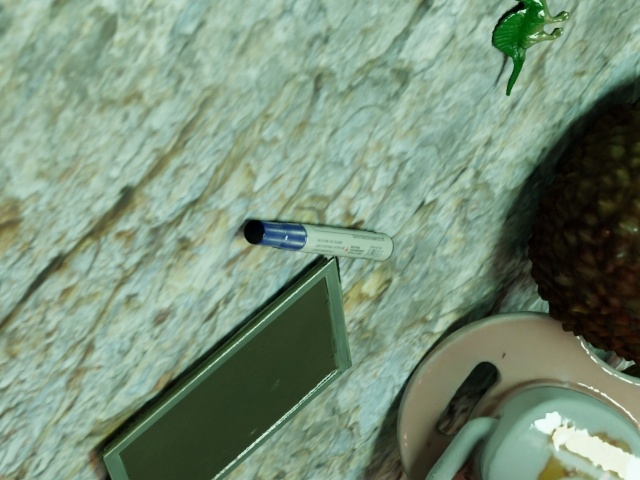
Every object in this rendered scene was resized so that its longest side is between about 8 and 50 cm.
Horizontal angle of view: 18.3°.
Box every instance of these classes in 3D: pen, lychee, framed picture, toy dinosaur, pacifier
[{"bbox_3d":[0.000,0.000,1.561,0.025,0.025,0.204,-56,153,15],"label":"pen"},{"bbox_3d":[0.335,-0.003,1.831,0.267,0.267,0.267,-37,153,-23],"label":"lychee"},{"bbox_3d":[-0.074,0.136,1.646,0.252,0.014,0.197,-40,154,-18],"label":"framed picture"},{"bbox_3d":[0.160,-0.164,1.596,0.060,0.029,0.120,-10,143,-31],"label":"toy dinosaur"},{"bbox_3d":[0.231,0.198,1.961,0.220,0.332,0.273,-47,-161,50],"label":"pacifier"}]

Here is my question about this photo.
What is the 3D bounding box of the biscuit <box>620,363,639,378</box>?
[{"bbox_3d":[0.310,0.252,2.190,0.359,0.046,0.359,-47,-169,12],"label":"biscuit"}]
